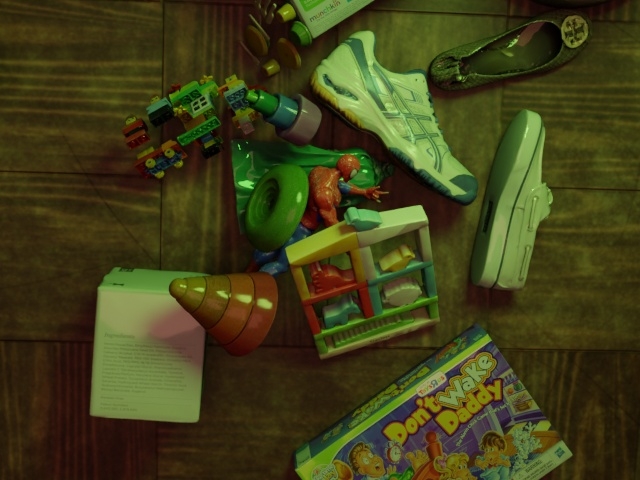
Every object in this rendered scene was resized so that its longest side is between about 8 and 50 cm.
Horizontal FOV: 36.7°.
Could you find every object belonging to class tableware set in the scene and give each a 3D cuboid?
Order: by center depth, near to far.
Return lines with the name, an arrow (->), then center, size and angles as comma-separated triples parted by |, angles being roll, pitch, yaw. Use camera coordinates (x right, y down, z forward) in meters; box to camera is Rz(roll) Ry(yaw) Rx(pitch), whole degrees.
tableware set -> -0.059, -0.274, 1.322 | 0.024, 0.154, 0.104 | -37, 85, -25

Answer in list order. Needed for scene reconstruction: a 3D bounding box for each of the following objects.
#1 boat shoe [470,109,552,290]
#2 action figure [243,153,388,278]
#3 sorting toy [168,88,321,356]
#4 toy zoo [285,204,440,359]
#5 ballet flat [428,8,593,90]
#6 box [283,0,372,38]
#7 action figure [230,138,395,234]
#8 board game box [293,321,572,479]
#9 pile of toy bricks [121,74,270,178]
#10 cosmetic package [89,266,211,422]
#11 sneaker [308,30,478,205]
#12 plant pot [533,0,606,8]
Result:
boat shoe -> 0.293, -0.053, 1.402 | 0.088, 0.096, 0.267 | 10, 98, -9
action figure -> 0.000, 0.000, 1.354 | 0.139, 0.091, 0.280 | 21, 122, -23
sorting toy -> -0.106, -0.039, 1.267 | 0.126, 0.127, 0.365 | 23, 76, -31
toy zoo -> 0.063, 0.052, 1.338 | 0.192, 0.030, 0.293 | -18, 141, -1
ballet flat -> 0.277, -0.272, 1.386 | 0.250, 0.058, 0.084 | -16, 100, -2
box -> 0.032, -0.441, 1.270 | 0.262, 0.127, 0.231 | -33, 123, 1
action figure -> -0.007, -0.089, 1.390 | 0.232, 0.063, 0.137 | -5, 97, 1
board game box -> 0.166, 0.322, 1.454 | 0.347, 0.078, 0.233 | -36, 99, 2
pile of toy bricks -> -0.182, -0.185, 1.352 | 0.212, 0.105, 0.118 | -27, 140, 6
cosmetic package -> -0.236, 0.144, 1.363 | 0.151, 0.151, 0.183 | 5, 99, -6
sneaker -> 0.129, -0.174, 1.366 | 0.296, 0.112, 0.131 | 40, 88, -12
plant pot -> 0.379, -0.479, 1.254 | 0.323, 0.280, 0.323 | -1, 98, -5
